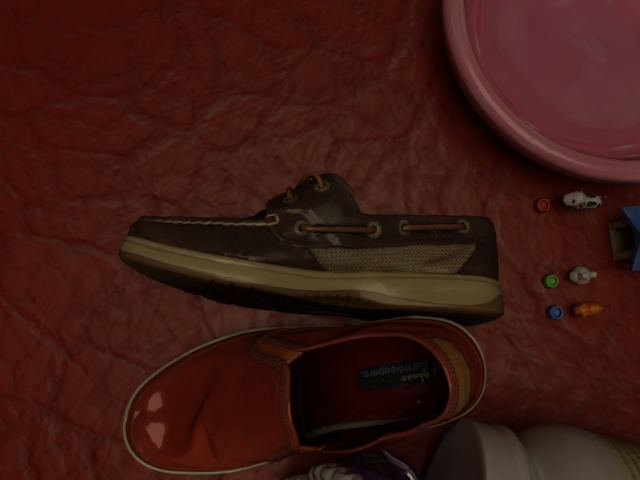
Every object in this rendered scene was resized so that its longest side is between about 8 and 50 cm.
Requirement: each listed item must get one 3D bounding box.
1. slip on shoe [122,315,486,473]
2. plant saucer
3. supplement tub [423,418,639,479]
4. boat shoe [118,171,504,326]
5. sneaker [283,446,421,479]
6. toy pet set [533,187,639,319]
[{"bbox_3d":[-0.029,0.132,0.526,0.331,0.101,0.123,-13,82,16],"label":"slip on shoe"},{"bbox_3d":[0.277,-0.213,0.608,0.331,0.084,0.333,0,83,-1],"label":"plant saucer"},{"bbox_3d":[0.243,0.279,0.471,0.324,0.235,0.236,17,83,0],"label":"supplement tub"},{"bbox_3d":[0.000,0.000,0.563,0.341,0.123,0.123,6,75,-5],"label":"boat shoe"},{"bbox_3d":[0.043,0.208,0.491,0.104,0.236,0.095,-16,76,-21],"label":"sneaker"},{"bbox_3d":[0.274,0.010,0.590,0.114,0.065,0.122,-6,84,-2],"label":"toy pet set"}]
